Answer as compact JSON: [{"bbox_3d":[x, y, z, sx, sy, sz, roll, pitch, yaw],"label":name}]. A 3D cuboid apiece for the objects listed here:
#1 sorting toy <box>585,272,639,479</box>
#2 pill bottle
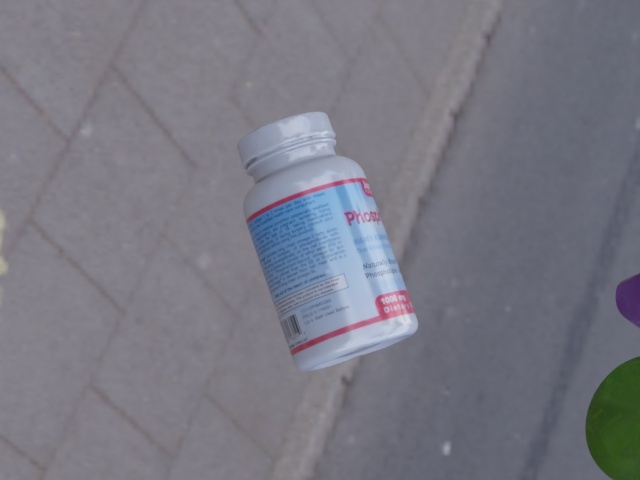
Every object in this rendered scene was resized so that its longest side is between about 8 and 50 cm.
[{"bbox_3d":[0.331,0.207,1.430,0.126,0.127,0.366,32,54,-43],"label":"sorting toy"},{"bbox_3d":[0.000,0.000,1.023,0.087,0.087,0.160,-8,77,-55],"label":"pill bottle"}]
